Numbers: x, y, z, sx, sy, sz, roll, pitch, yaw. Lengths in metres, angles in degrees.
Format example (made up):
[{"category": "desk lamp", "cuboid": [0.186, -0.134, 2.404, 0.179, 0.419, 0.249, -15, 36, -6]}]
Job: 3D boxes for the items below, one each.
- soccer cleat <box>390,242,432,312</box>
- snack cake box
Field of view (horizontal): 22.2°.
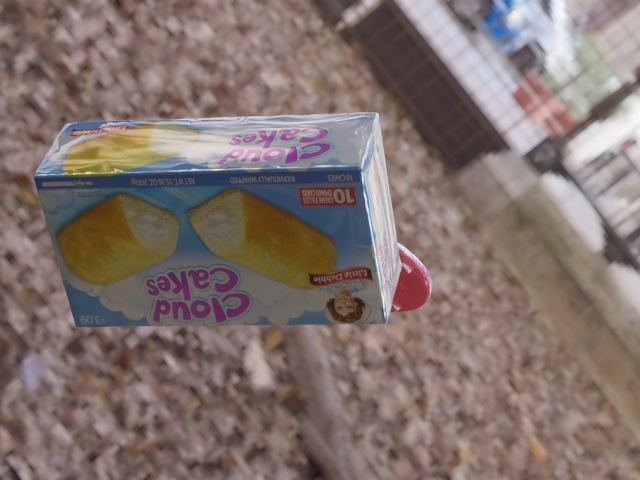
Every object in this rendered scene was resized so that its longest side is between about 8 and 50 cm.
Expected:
[{"category": "soccer cleat", "cuboid": [0.000, 0.000, 1.654, 0.248, 0.083, 0.095, 18, 28, 8]}, {"category": "snack cake box", "cuboid": [-0.078, -0.014, 1.305, 0.089, 0.264, 0.152, -72, 156, -55]}]
